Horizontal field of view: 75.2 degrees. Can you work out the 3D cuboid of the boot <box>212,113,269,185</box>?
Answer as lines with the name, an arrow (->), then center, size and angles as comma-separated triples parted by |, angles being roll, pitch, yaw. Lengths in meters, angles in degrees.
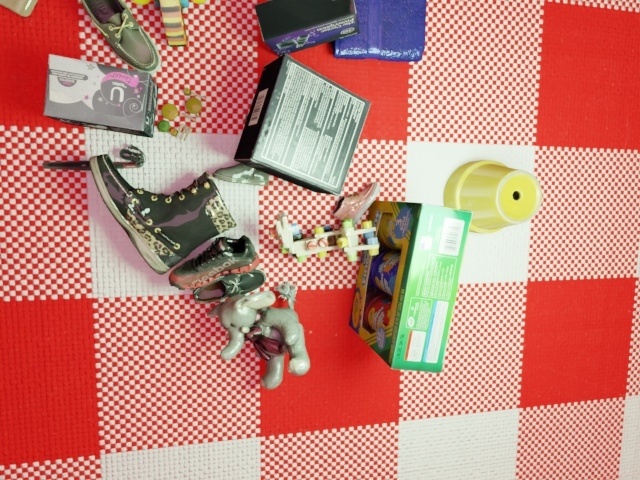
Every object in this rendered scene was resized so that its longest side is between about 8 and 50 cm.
boot -> -0.227, -0.278, 1.265 | 0.189, 0.076, 0.209 | 2, 103, -26

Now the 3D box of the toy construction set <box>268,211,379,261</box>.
toy construction set -> 0.000, 0.000, 1.271 | 0.327, 0.215, 0.151 | 5, 94, -12

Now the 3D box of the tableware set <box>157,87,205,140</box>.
tableware set -> -0.417, -0.381, 1.242 | 0.104, 0.024, 0.154 | 25, 92, -10

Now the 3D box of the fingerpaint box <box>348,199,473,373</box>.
fingerpaint box -> 0.244, 0.109, 1.255 | 0.163, 0.371, 0.445 | 9, 95, -15

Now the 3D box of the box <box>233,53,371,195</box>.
box -> -0.055, -0.317, 1.212 | 0.294, 0.182, 0.296 | 19, 90, -29

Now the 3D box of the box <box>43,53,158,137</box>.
box -> -0.591, -0.390, 1.141 | 0.247, 0.142, 0.164 | 7, 95, -13

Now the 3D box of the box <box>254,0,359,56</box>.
box -> -0.028, -0.623, 1.176 | 0.261, 0.184, 0.103 | -12, 101, 11

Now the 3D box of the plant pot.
plant pot -> 0.577, -0.144, 1.368 | 0.253, 0.239, 0.254 | -1, 95, -12

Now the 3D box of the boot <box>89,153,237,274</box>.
boot -> -0.444, -0.120, 1.203 | 0.284, 0.138, 0.378 | -29, 105, -7

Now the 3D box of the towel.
towel -> 0.180, -0.686, 1.315 | 0.308, 0.076, 0.228 | -2, 102, -11

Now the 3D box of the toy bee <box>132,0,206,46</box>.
toy bee -> -0.430, -0.701, 1.134 | 0.195, 0.162, 0.298 | -29, 101, -6

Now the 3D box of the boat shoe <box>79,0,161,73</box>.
boat shoe -> -0.568, -0.603, 1.149 | 0.109, 0.091, 0.305 | -39, 102, -5

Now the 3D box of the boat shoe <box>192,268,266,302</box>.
boat shoe -> -0.280, 0.146, 1.298 | 0.233, 0.079, 0.084 | -12, 99, -13

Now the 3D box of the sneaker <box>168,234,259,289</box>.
sneaker -> -0.317, 0.057, 1.234 | 0.276, 0.098, 0.135 | -17, 138, -20

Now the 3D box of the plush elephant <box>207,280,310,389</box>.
plush elephant -> -0.196, 0.263, 1.240 | 0.255, 0.272, 0.330 | 11, 65, -26

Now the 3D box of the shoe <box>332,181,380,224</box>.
shoe -> 0.116, -0.133, 1.358 | 0.081, 0.063, 0.178 | 35, 93, -19

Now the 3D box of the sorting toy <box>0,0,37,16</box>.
sorting toy -> -0.872, -0.706, 1.099 | 0.229, 0.041, 0.307 | 28, 90, -13

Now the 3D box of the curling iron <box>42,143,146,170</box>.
curling iron -> -0.647, -0.230, 1.201 | 0.273, 0.035, 0.068 | -10, 94, -12
